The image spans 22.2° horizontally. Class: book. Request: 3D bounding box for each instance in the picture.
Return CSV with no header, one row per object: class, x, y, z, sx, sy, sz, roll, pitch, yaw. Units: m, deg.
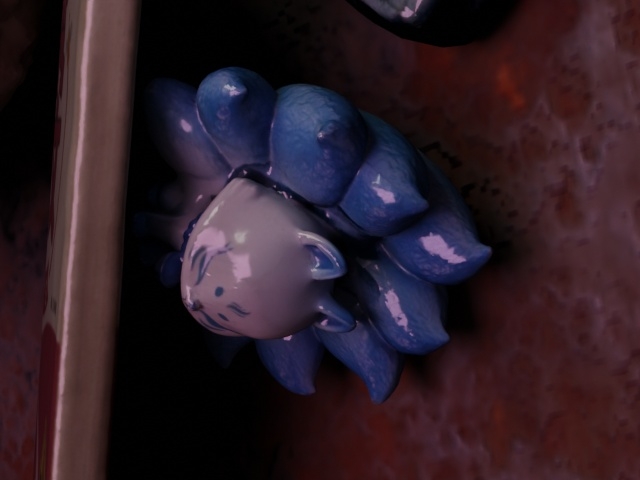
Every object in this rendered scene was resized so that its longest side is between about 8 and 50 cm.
book,-0.075,-0.012,0.519,0.162,0.022,0.231,-158,71,-78

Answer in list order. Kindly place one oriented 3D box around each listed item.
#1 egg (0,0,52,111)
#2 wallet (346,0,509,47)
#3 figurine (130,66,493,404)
egg,-0.225,-0.116,0.563,0.310,0.279,0.279,-26,71,36
wallet,0.063,-0.253,0.435,0.190,0.046,0.379,47,118,33
figurine,0.000,0.000,0.467,0.114,0.079,0.114,19,126,29
